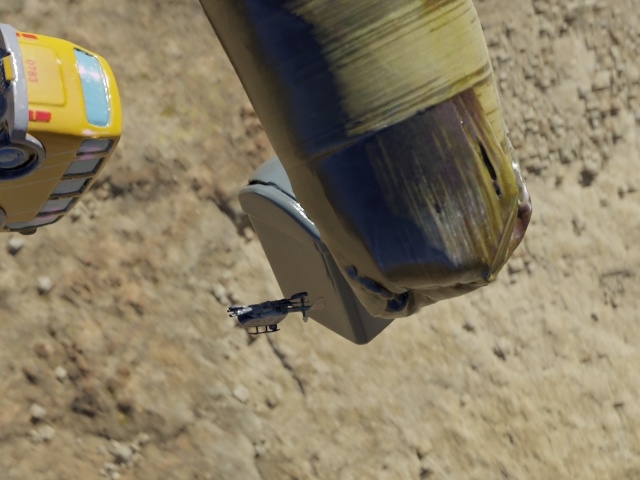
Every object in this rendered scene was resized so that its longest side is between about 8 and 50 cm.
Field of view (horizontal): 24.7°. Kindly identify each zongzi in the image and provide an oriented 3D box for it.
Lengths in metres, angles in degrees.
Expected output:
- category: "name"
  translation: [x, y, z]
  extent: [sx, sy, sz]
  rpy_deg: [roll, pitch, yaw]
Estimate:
- category: "zongzi"
  translation: [0.032, -0.113, 0.864]
  extent: [0.134, 0.288, 0.286]
  rpy_deg: [-22, 95, 13]

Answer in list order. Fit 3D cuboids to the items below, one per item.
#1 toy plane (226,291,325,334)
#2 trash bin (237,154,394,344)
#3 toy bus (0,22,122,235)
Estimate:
- category: "toy plane"
  translation: [-0.053, 0.086, 1.757]
  extent: [0.120, 0.049, 0.031]
  rpy_deg: [-7, 59, -9]
- category: "trash bin"
  translation: [0.000, 0.000, 1.790]
  extent: [0.176, 0.236, 0.101]
  rpy_deg: [27, 59, 39]
- category: "toy bus"
  translation: [-0.265, -0.090, 1.322]
  extent: [0.209, 0.136, 0.126]
  rpy_deg: [-46, 51, 45]
